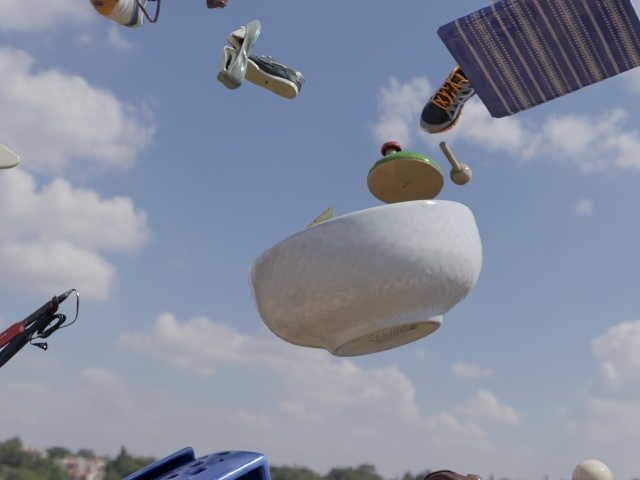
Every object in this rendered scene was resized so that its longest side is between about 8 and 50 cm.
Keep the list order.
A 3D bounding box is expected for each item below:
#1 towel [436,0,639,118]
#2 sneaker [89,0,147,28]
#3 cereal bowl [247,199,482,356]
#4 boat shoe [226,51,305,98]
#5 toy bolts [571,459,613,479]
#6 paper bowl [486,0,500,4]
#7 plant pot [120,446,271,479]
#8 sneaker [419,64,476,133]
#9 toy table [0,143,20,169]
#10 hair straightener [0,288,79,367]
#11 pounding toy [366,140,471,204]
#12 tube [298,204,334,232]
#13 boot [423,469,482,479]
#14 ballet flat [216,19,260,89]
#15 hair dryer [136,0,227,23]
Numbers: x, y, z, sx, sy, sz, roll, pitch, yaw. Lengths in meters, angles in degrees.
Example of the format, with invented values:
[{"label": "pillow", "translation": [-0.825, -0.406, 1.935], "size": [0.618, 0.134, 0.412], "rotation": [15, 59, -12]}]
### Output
[{"label": "towel", "translation": [0.410, -0.362, 1.681], "size": [0.336, 0.040, 0.243], "rotation": [-18, -49, 31]}, {"label": "sneaker", "translation": [-0.385, -0.596, 1.958], "size": [0.111, 0.297, 0.131], "rotation": [23, -3, 31]}, {"label": "cereal bowl", "translation": [0.072, 0.073, 1.291], "size": [0.338, 0.141, 0.339], "rotation": [-13, -18, -4]}, {"label": "boat shoe", "translation": [-0.156, -0.483, 2.607], "size": [0.233, 0.079, 0.084], "rotation": [27, -29, 5]}, {"label": "toy bolts", "translation": [0.462, 0.406, 1.419], "size": [0.228, 0.159, 0.218], "rotation": [-3, -19, -36]}, {"label": "paper bowl", "translation": [0.382, -0.576, 1.811], "size": [0.148, 0.284, 0.284], "rotation": [5, -14, 12]}, {"label": "plant pot", "translation": [-0.225, 0.489, 1.554], "size": [0.212, 0.236, 0.236], "rotation": [2, 14, 38]}, {"label": "sneaker", "translation": [0.289, -0.324, 2.007], "size": [0.084, 0.215, 0.083], "rotation": [37, -8, 23]}, {"label": "toy table", "translation": [-0.867, -0.214, 2.178], "size": [0.274, 0.161, 0.252], "rotation": [43, -24, -23]}, {"label": "hair straightener", "translation": [-0.600, 0.189, 1.948], "size": [0.047, 0.230, 0.089], "rotation": [33, -20, 47]}, {"label": "pounding toy", "translation": [0.226, -0.185, 2.208], "size": [0.236, 0.110, 0.183], "rotation": [-17, -39, 26]}, {"label": "tube", "translation": [0.000, 0.000, 1.827], "size": [0.062, 0.070, 0.240], "rotation": [6, -18, 8]}, {"label": "boot", "translation": [0.221, 0.432, 1.538], "size": [0.106, 0.037, 0.114], "rotation": [-4, 22, 11]}, {"label": "ballet flat", "translation": [-0.196, -0.454, 2.178], "size": [0.068, 0.213, 0.072], "rotation": [30, -32, -28]}, {"label": "hair dryer", "translation": [-0.303, -0.559, 1.731], "size": [0.223, 0.294, 0.080], "rotation": [0, 22, 28]}]
